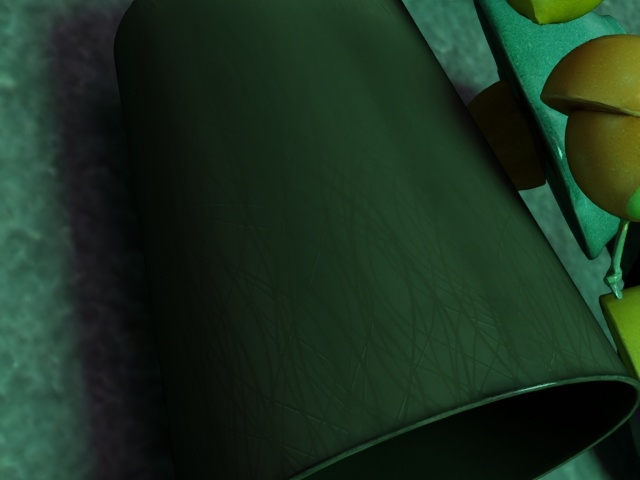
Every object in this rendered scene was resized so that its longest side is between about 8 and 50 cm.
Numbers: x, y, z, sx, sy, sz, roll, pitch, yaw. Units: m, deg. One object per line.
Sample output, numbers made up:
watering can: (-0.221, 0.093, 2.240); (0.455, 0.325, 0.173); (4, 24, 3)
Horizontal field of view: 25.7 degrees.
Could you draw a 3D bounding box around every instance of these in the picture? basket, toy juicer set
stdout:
basket: (0.000, 0.000, 0.585); (0.154, 0.204, 0.227); (9, 53, -47)
toy juicer set: (0.092, -0.081, 0.622); (0.329, 0.089, 0.209); (-105, 169, -48)

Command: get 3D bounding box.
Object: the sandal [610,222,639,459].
sandal: (0.231, 0.110, 0.666); (0.107, 0.167, 0.446); (-11, 76, -37)
